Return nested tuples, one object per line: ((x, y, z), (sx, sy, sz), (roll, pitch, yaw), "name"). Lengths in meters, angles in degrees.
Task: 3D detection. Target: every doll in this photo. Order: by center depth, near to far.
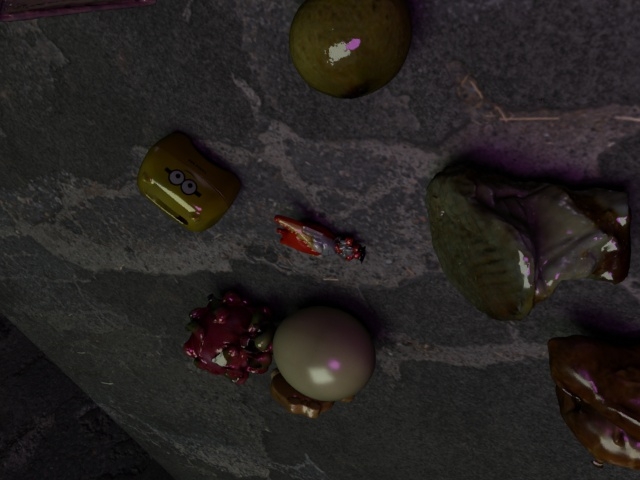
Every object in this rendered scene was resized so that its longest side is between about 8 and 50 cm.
((0.000, 0.000, 1.159), (0.169, 0.057, 0.109), (11, 157, 8), "doll")

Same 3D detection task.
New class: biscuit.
((-0.018, 0.312, 1.393), (0.184, 0.249, 0.035), (19, 106, 24), "biscuit")

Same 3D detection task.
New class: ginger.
((0.545, 0.278, 0.947), (0.418, 0.176, 0.254), (15, 147, 28), "ginger")

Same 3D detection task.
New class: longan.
((0.034, -0.259, 0.775), (0.155, 0.145, 0.176), (-10, 86, 17), "longan")

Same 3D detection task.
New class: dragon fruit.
((-0.187, 0.226, 1.459), (0.273, 0.198, 0.218), (9, 92, 30), "dragon fruit")

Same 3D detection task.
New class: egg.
((0.004, 0.228, 1.297), (0.242, 0.186, 0.186), (9, 138, 48), "egg")

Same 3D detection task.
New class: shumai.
((0.279, -0.015, 0.880), (0.272, 0.204, 0.222), (50, 160, 46), "shumai")

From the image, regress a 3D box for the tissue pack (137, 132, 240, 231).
((-0.252, -0.100, 1.180), (0.178, 0.127, 0.123), (40, 146, -5), "tissue pack")

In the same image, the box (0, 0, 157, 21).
((-0.299, -0.428, 0.692), (0.190, 0.225, 0.297), (-28, 89, 49), "box")

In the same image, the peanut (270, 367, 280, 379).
((-0.074, 0.357, 1.624), (0.113, 0.054, 0.054), (20, 142, 15), "peanut")
